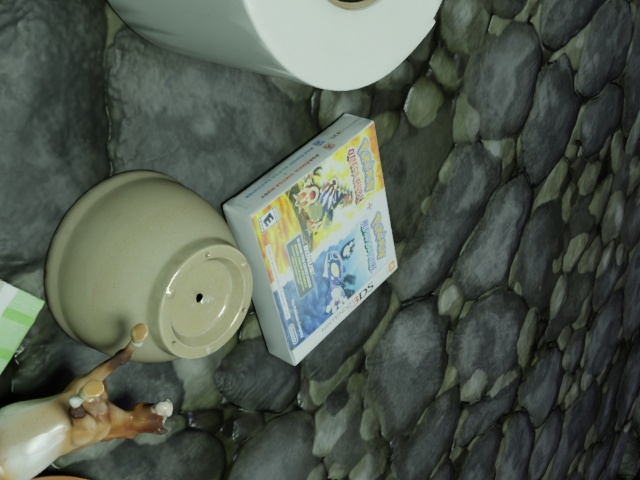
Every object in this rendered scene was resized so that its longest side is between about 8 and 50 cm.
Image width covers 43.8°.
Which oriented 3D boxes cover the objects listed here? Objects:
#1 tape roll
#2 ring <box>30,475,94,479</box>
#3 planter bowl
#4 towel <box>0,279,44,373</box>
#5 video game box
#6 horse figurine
[{"bbox_3d":[-0.030,-0.245,0.585,0.246,0.169,0.246,-27,127,-42],"label":"tape roll"},{"bbox_3d":[-0.290,0.352,0.676,0.336,0.032,0.337,-25,125,-41],"label":"ring"},{"bbox_3d":[-0.125,0.033,0.655,0.162,0.109,0.162,-25,125,-42],"label":"planter bowl"},{"bbox_3d":[-0.280,0.061,0.557,0.113,0.023,0.152,-59,144,-8],"label":"towel"},{"bbox_3d":[0.000,0.000,0.842,0.187,0.048,0.205,-43,136,-33],"label":"video game box"},{"bbox_3d":[-0.223,0.147,0.586,0.263,0.066,0.174,-24,162,-32],"label":"horse figurine"}]
